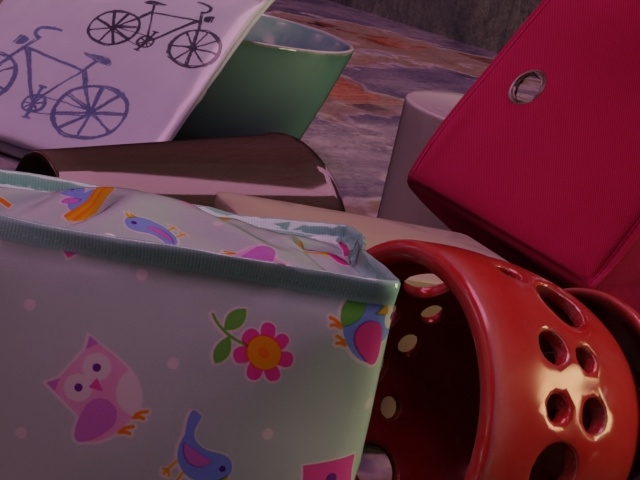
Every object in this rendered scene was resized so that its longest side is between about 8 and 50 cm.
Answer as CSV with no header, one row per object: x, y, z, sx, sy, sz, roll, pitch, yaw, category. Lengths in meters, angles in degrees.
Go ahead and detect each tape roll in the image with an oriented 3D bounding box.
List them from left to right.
0.188,-0.046,1.417,0.246,0.169,0.246,12,15,-3,tape roll

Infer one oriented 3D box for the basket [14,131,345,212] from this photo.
-0.125,-0.010,1.092,0.226,0.154,0.204,-3,20,-34,basket

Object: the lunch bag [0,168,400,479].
-0.118,0.085,0.612,0.262,0.224,0.160,9,10,-8,lunch bag

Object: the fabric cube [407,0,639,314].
0.283,-0.040,1.160,0.259,0.254,0.258,40,-2,-37,fabric cube

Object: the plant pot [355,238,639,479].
0.099,0.106,0.794,0.174,0.191,0.191,13,12,-34,plant pot

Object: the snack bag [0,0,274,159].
-0.260,-0.219,1.555,0.323,0.037,0.343,17,56,21,snack bag

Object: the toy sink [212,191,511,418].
0.033,0.064,0.982,0.234,0.131,0.153,9,15,-30,toy sink

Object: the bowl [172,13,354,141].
-0.125,-0.207,1.748,0.311,0.163,0.311,12,16,-4,bowl
